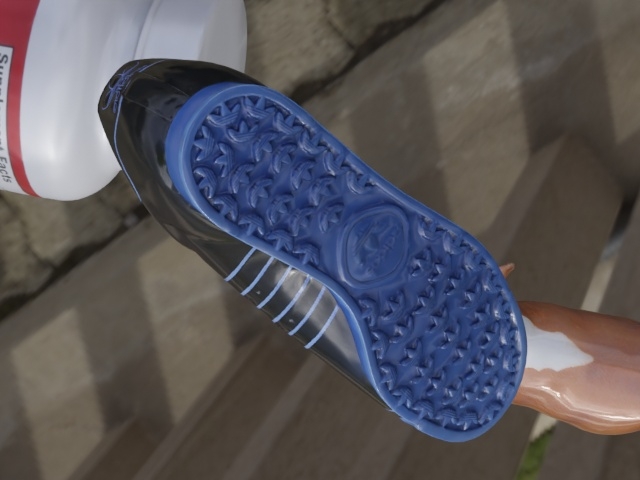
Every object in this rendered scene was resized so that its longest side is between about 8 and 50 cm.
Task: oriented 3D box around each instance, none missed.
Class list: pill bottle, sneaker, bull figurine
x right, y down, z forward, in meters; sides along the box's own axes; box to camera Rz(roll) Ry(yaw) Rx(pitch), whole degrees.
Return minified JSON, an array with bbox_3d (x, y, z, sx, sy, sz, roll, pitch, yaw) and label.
[{"bbox_3d":[-0.280,-0.160,1.541,0.407,0.229,0.229,11,113,9],"label":"pill bottle"},{"bbox_3d":[0.000,0.000,0.778,0.081,0.090,0.232,-50,127,-8],"label":"sneaker"},{"bbox_3d":[0.205,0.102,1.520,0.310,0.188,0.101,19,79,1],"label":"bull figurine"}]
